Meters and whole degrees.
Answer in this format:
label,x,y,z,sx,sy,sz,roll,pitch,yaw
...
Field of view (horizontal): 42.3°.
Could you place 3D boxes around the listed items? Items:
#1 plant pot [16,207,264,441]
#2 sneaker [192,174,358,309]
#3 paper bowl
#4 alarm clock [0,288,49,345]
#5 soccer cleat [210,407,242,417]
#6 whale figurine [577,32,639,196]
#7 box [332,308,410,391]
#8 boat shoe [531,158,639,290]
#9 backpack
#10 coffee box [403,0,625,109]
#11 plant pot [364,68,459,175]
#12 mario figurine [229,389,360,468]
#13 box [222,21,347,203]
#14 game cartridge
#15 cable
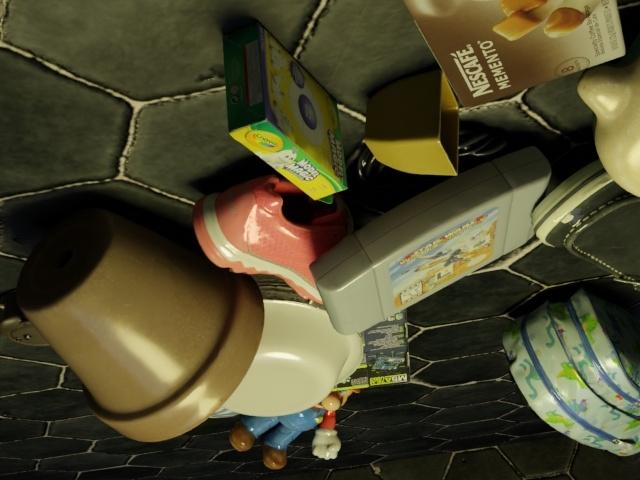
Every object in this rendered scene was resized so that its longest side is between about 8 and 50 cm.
label,x,y,z,sx,sy,sz,roll,pitch,yaw
plant pot,-0.235,0.082,1.017,0.263,0.263,0.229,-19,135,24
sneaker,0.000,0.000,1.017,0.136,0.115,0.314,-29,148,35
paper bowl,-0.078,0.156,1.225,0.284,0.148,0.284,-1,140,-1
alarm clock,-0.407,0.124,1.247,0.129,0.064,0.192,-10,159,6
soccer cleat,-0.246,0.290,1.584,0.143,0.116,0.331,-20,153,24
whale figurine,0.343,-0.166,0.761,0.216,0.141,0.272,-5,132,8
box,0.054,0.174,1.398,0.191,0.045,0.184,-8,127,1
boat shoe,0.470,0.001,1.053,0.500,0.156,0.187,11,136,-37
backpack,0.483,0.231,1.499,0.356,0.290,0.273,16,139,-28
coffee box,0.128,-0.212,0.598,0.141,0.098,0.246,-16,154,19
plant pot,0.091,-0.114,0.836,0.083,0.081,0.081,-3,158,22
mario figurine,-0.030,0.315,1.547,0.320,0.170,0.198,-46,149,23
box,-0.025,-0.110,0.776,0.043,0.105,0.179,-16,155,21
game cartridge,0.134,0.004,0.980,0.297,0.062,0.198,-28,160,-4
cable,0.130,-0.080,0.954,0.185,0.047,0.150,7,152,-27
